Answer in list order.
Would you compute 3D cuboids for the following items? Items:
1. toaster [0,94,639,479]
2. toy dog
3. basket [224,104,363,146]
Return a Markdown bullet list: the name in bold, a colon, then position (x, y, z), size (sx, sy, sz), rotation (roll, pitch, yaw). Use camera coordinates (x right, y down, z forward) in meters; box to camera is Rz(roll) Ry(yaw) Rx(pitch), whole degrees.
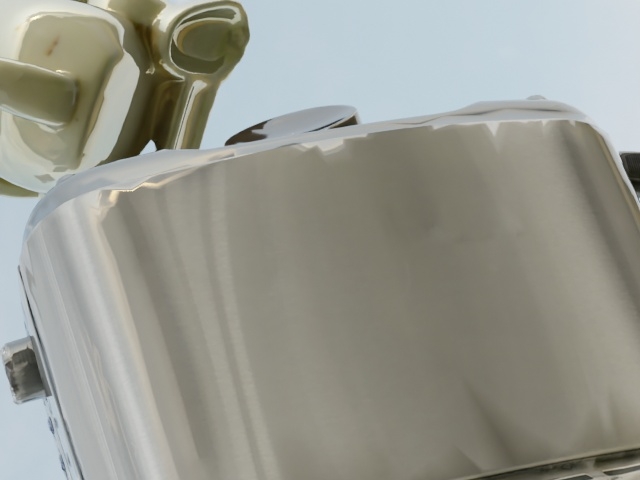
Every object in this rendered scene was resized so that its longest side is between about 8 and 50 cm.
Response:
- **toaster**: position (0.025, 0.052, 0.394), size (0.227, 0.146, 0.129), rotation (-9, -36, -13)
- **toy dog**: position (-0.347, -0.161, 1.395), size (0.395, 0.408, 0.284), rotation (-19, -54, -61)
- **basket**: position (0.000, 0.000, 1.245), size (0.204, 0.154, 0.227), rotation (-36, -64, -48)
